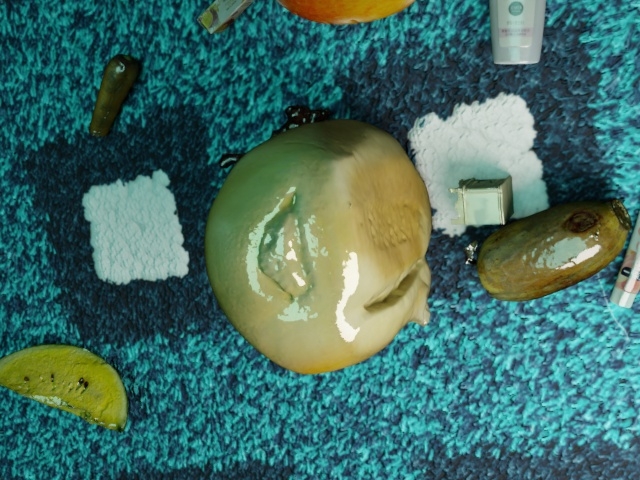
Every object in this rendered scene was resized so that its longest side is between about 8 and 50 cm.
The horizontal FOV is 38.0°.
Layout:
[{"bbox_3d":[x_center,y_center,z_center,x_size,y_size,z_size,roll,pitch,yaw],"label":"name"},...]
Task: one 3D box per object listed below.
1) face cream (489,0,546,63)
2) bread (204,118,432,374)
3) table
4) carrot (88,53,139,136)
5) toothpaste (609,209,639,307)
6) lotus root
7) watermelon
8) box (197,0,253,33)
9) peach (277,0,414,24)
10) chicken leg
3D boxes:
[{"bbox_3d":[0.287,-0.358,1.350,0.084,0.057,0.199,2,104,21],"label":"face cream"},{"bbox_3d":[0.000,0.000,1.380,0.252,0.376,0.348,-5,103,24],"label":"bread"},{"bbox_3d":[0.248,-0.062,1.428,0.083,0.079,0.063,-1,104,24],"label":"table"},{"bbox_3d":[-0.369,-0.257,1.647,0.055,0.055,0.162,37,121,10],"label":"carrot"},{"bbox_3d":[0.481,0.001,1.376,0.056,0.036,0.205,21,106,18],"label":"toothpaste"},{"bbox_3d":[0.343,0.016,1.383,0.241,0.124,0.123,-22,88,28],"label":"lotus root"},{"bbox_3d":[-0.485,0.280,1.782,0.301,0.129,0.123,17,111,12],"label":"watermelon"},{"bbox_3d":[-0.113,-0.415,1.501,0.207,0.050,0.041,-38,89,25],"label":"box"},{"bbox_3d":[0.020,-0.443,1.342,0.274,0.245,0.249,-7,75,18],"label":"peach"},{"bbox_3d":[-0.069,-0.158,1.549,0.219,0.048,0.090,-32,87,26],"label":"chicken leg"}]
